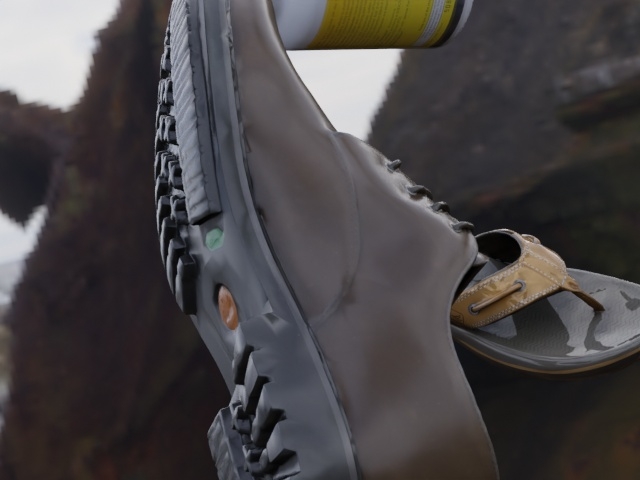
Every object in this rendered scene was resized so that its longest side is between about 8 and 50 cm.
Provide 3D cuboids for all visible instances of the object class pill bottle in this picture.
[{"bbox_3d":[0.009,-0.186,1.274,0.184,0.103,0.103,-4,-3,-28],"label":"pill bottle"}]

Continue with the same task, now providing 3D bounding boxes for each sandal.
[{"bbox_3d":[0.106,0.021,1.102,0.219,0.060,0.090,23,52,25],"label":"sandal"}]

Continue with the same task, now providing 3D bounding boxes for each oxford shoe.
[{"bbox_3d":[0.000,0.000,0.596,0.096,0.227,0.083,-7,-28,-19],"label":"oxford shoe"}]
